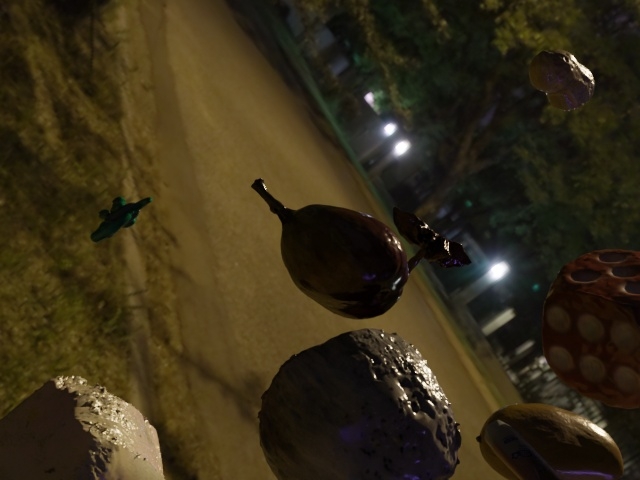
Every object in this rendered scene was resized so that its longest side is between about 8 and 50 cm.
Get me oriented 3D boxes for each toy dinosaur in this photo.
[{"bbox_3d":[-0.368,-0.042,1.461,0.059,0.132,0.096,58,-7,-20],"label":"toy dinosaur"}]

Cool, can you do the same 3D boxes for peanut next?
[{"bbox_3d":[0.469,-0.313,1.539,0.090,0.099,0.214,24,4,40],"label":"peanut"}]

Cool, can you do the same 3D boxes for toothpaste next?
[{"bbox_3d":[0.272,0.295,1.020,0.067,0.043,0.194,14,10,-19],"label":"toothpaste"}]

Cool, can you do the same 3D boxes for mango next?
[{"bbox_3d":[0.528,0.472,1.832,0.142,0.331,0.195,103,-15,-50],"label":"mango"}]

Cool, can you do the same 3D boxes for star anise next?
[{"bbox_3d":[0.173,0.034,1.420,0.158,0.144,0.140,43,7,34],"label":"star anise"}]

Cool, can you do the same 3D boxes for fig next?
[{"bbox_3d":[-0.002,0.001,1.143,0.274,0.145,0.170,38,-12,19],"label":"fig"}]

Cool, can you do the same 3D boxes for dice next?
[{"bbox_3d":[0.426,0.123,1.106,0.175,0.179,0.174,14,-59,44],"label":"dice"}]

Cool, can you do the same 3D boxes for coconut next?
[{"bbox_3d":[-0.435,0.415,1.442,0.297,0.297,0.309,60,-1,37],"label":"coconut"}]

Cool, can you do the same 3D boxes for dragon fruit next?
[{"bbox_3d":[0.045,0.292,1.126,0.204,0.283,0.221,6,31,-42],"label":"dragon fruit"}]
